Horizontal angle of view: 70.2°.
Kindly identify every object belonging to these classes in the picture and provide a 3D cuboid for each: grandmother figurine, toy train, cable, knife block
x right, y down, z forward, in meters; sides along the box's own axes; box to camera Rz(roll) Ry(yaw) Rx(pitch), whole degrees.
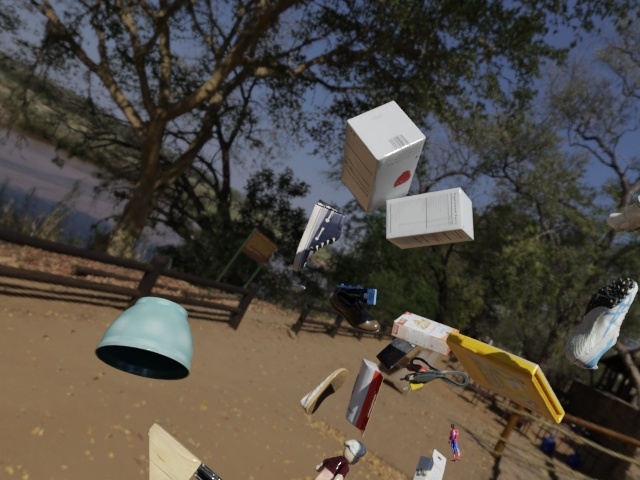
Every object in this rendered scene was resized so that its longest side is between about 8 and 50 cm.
[{"bbox_3d":[0.039,0.911,1.773,0.104,0.342,0.207,61,-23,-14],"label":"grandmother figurine"},{"bbox_3d":[0.141,0.226,1.883,0.105,0.080,0.184,13,-10,-40],"label":"toy train"},{"bbox_3d":[0.482,0.565,1.944,0.286,0.140,0.072,0,-12,-9],"label":"cable"},{"bbox_3d":[-0.461,0.764,1.571,0.241,0.276,0.088,-3,-22,-14],"label":"knife block"}]

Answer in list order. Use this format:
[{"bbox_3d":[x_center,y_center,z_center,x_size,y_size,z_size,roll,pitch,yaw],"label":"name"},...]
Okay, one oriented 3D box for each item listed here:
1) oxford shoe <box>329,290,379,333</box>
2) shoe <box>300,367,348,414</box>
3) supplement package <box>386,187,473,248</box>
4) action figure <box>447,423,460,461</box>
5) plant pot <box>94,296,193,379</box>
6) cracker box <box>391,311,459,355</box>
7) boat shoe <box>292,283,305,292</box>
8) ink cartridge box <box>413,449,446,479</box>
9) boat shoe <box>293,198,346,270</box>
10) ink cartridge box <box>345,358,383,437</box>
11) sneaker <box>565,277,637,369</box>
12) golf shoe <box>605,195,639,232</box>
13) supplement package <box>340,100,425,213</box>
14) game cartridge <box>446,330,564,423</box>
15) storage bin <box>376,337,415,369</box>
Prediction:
[{"bbox_3d":[0.138,0.281,1.778,0.227,0.083,0.096,34,-33,7],"label":"oxford shoe"},{"bbox_3d":[0.013,0.559,1.724,0.058,0.219,0.077,27,-27,51],"label":"shoe"},{"bbox_3d":[0.347,-0.065,1.454,0.243,0.139,0.133,-7,-19,32],"label":"supplement package"},{"bbox_3d":[0.444,0.670,1.516,0.030,0.115,0.038,26,-44,-17],"label":"action figure"},{"bbox_3d":[-0.541,0.306,1.470,0.292,0.197,0.293,5,-35,4],"label":"plant pot"},{"bbox_3d":[0.421,0.370,1.830,0.232,0.067,0.155,16,15,27],"label":"cracker box"},{"bbox_3d":[-0.104,0.229,2.146,0.035,0.035,0.100,12,-5,-34],"label":"boat shoe"},{"bbox_3d":[0.442,0.957,1.858,0.061,0.181,0.104,-11,-48,47],"label":"ink cartridge box"},{"bbox_3d":[0.000,0.000,2.052,0.158,0.341,0.127,22,11,2],"label":"boat shoe"},{"bbox_3d":[0.132,0.482,1.420,0.066,0.189,0.232,20,-5,8],"label":"ink cartridge box"},{"bbox_3d":[0.675,0.197,1.081,0.086,0.237,0.085,27,9,-10],"label":"sneaker"},{"bbox_3d":[0.701,-0.059,1.000,0.176,0.069,0.086,-142,-144,-78],"label":"golf shoe"},{"bbox_3d":[0.190,-0.257,1.462,0.175,0.177,0.293,57,-16,24],"label":"supplement package"},{"bbox_3d":[0.578,0.431,1.458,0.323,0.053,0.285,13,-32,54],"label":"game cartridge"},{"bbox_3d":[0.356,0.513,2.121,0.084,0.180,0.122,50,5,19],"label":"storage bin"}]
